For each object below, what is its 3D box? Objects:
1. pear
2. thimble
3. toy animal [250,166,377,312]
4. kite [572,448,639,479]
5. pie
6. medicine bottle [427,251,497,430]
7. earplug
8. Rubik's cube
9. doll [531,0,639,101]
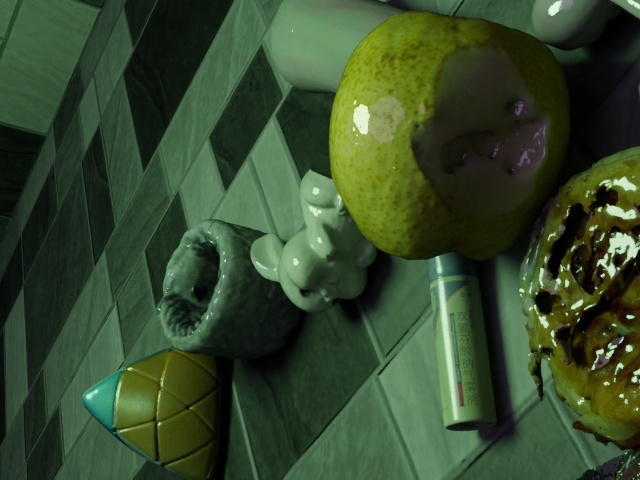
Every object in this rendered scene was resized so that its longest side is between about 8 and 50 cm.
[{"bbox_3d":[0.133,-0.107,0.894,0.271,0.271,0.271,-27,57,51],"label":"pear"},{"bbox_3d":[-0.145,0.086,1.346,0.245,0.157,0.217,-27,54,49],"label":"thimble"},{"bbox_3d":[0.002,-0.007,1.177,0.178,0.127,0.193,49,121,55],"label":"toy animal"},{"bbox_3d":[0.244,0.282,0.798,0.285,0.015,0.152,-33,52,48],"label":"kite"},{"bbox_3d":[0.288,0.039,0.755,0.308,0.085,0.308,-28,55,51],"label":"pie"},{"bbox_3d":[0.158,0.096,0.960,0.059,0.059,0.231,-33,53,48],"label":"medicine bottle"},{"bbox_3d":[0.080,-0.247,1.134,0.301,0.172,0.172,35,108,49],"label":"earplug"},{"bbox_3d":[-0.253,0.326,1.464,0.254,0.254,0.255,-27,57,51],"label":"Rubik's cube"},{"bbox_3d":[0.312,-0.224,0.809,0.365,0.094,0.160,57,133,50],"label":"doll"}]
